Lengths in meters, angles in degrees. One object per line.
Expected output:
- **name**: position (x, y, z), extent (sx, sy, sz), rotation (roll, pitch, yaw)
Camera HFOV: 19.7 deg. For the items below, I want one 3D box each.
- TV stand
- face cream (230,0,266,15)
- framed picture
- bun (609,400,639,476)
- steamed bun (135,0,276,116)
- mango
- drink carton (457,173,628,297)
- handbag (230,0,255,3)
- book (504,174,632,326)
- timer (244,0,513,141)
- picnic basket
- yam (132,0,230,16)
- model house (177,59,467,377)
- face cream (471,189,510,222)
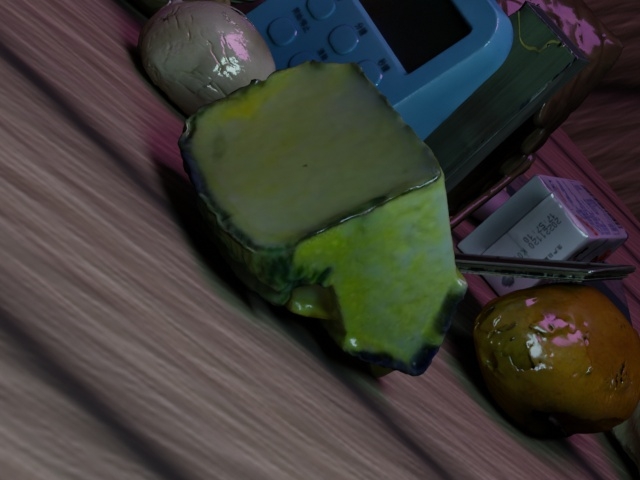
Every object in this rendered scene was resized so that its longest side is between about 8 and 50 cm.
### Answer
- **TV stand**: position (0.135, -0.114, 1.809), extent (0.083, 0.269, 0.088), rotation (50, 13, 10)
- **face cream**: position (-0.096, -0.292, 2.014), extent (0.250, 0.077, 0.077), rotation (35, 18, -47)
- **framed picture**: position (0.195, 0.027, 1.861), extent (0.274, 0.217, 0.017), rotation (1, 92, -70)
- **bun**: position (0.409, 0.226, 1.987), extent (0.229, 0.145, 0.229), rotation (43, 11, -11)
- **steamed bun**: position (-0.091, -0.154, 1.608), extent (0.130, 0.091, 0.112), rotation (40, 17, -29)
- **mango**: position (0.223, 0.111, 1.767), extent (0.156, 0.151, 0.248), rotation (19, 1, 35)
- **drink carton**: position (0.276, 0.000, 2.233), extent (0.106, 0.130, 0.315), rotation (49, 13, 11)
- **handbag**: position (-0.129, -0.408, 1.797), extent (0.340, 0.247, 0.240), rotation (41, -11, -1)
- **book**: position (0.340, 0.017, 2.597), extent (0.264, 0.031, 0.379), rotation (45, 13, -7)
- **timer**: position (0.042, -0.189, 1.781), extent (0.091, 0.250, 0.232), rotation (36, 17, -45)
- **picnic basket**: position (0.126, -0.159, 1.992), extent (0.321, 0.291, 0.254), rotation (-37, 83, -35)
- **yam**: position (-0.222, -0.301, 1.656), extent (0.371, 0.083, 0.083), rotation (36, 17, -40)
- **model house**: position (0.000, 0.000, 1.439), extent (0.194, 0.170, 0.211), rotation (51, -16, 43)
- **face cream**: position (0.193, -0.059, 2.309), extent (0.072, 0.051, 0.182), rotation (52, 13, 34)
